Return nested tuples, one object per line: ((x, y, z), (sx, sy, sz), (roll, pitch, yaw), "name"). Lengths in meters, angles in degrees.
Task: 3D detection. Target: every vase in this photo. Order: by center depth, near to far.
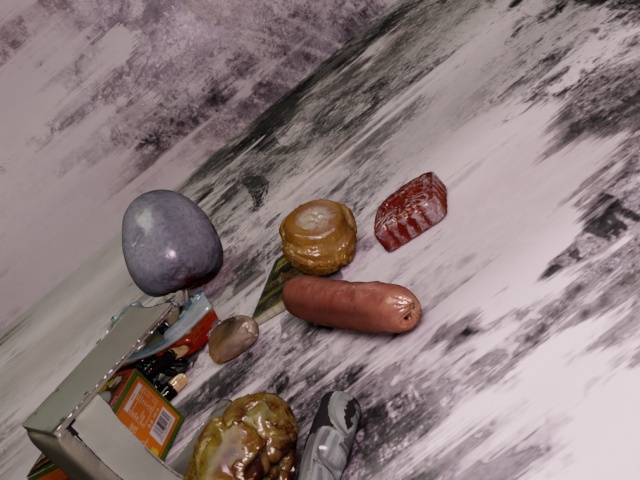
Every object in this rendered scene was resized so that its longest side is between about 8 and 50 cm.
((0.002, 0.281, 1.185), (0.060, 0.060, 0.211), (-30, 20, 31), "vase")

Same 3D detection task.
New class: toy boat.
((-0.339, 0.180, 1.989), (0.332, 0.133, 0.145), (-25, 23, 39), "toy boat")

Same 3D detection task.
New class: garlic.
((-0.151, 0.178, 1.744), (0.152, 0.066, 0.084), (-33, 47, 33), "garlic")

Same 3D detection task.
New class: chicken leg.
((-0.147, 0.352, 1.208), (0.361, 0.140, 0.211), (-52, 0, -22), "chicken leg")

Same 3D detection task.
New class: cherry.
((-0.351, 0.017, 2.195), (0.218, 0.296, 0.255), (-31, -9, 24), "cherry")

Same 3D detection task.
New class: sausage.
((0.032, 0.101, 1.507), (0.088, 0.088, 0.433), (-47, 18, -17), "sausage")

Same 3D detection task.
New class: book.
((-0.054, 0.067, 1.854), (0.160, 0.024, 0.228), (-34, 20, 27), "book")

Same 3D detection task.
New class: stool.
((-0.266, 0.275, 1.446), (0.269, 0.243, 0.170), (-51, 21, -26), "stool")

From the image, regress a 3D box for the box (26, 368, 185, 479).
((-0.371, 0.355, 1.623), (0.178, 0.148, 0.195), (-29, 22, 29), "box")

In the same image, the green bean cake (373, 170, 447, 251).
((0.157, -0.055, 1.657), (0.135, 0.056, 0.135), (-32, 20, 21), "green bean cake")

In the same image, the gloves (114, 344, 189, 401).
((-0.331, 0.263, 1.824), (0.180, 0.106, 0.129), (-53, 19, -21), "gloves")

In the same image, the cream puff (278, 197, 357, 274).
((0.000, 0.000, 1.737), (0.150, 0.115, 0.165), (15, 43, 32), "cream puff")
